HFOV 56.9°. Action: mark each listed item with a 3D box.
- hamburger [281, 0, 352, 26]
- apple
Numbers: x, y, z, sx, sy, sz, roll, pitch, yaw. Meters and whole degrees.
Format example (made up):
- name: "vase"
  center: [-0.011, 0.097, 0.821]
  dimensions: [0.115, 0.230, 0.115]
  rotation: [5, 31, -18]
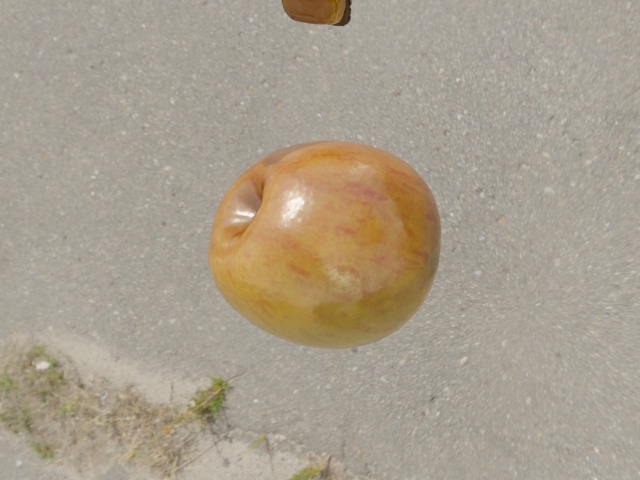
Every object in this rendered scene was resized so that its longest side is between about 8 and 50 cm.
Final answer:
- name: "hamburger"
  center: [0.002, -0.393, 0.857]
  dimensions: [0.137, 0.166, 0.087]
  rotation: [17, 60, 11]
- name: "apple"
  center: [0.000, 0.000, 0.807]
  dimensions: [0.275, 0.299, 0.299]
  rotation: [18, 90, -21]
